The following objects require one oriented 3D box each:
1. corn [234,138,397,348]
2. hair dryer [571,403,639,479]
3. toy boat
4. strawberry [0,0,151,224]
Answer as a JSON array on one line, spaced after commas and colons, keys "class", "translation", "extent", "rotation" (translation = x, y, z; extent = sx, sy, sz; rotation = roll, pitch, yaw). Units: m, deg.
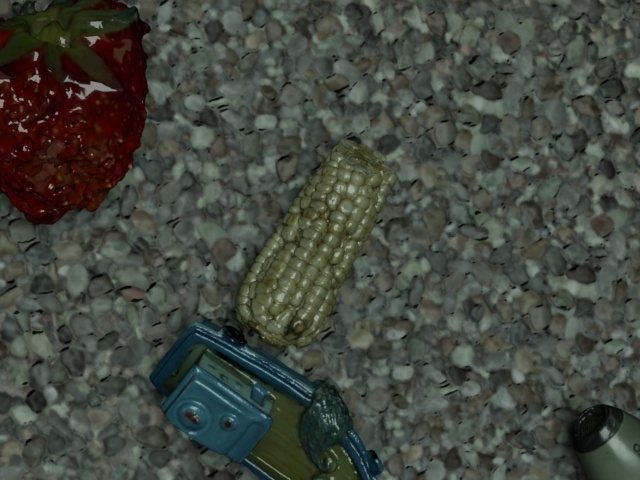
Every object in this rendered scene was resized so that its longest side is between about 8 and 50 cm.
[{"class": "corn", "translation": [0.000, 0.000, 1.339], "extent": [0.087, 0.087, 0.211], "rotation": [32, 83, -9]}, {"class": "hair dryer", "translation": [0.361, 0.222, 1.426], "extent": [0.225, 0.088, 0.219], "rotation": [-28, 101, -27]}, {"class": "toy boat", "translation": [-0.039, 0.171, 1.305], "extent": [0.238, 0.098, 0.109], "rotation": [36, 112, -9]}, {"class": "strawberry", "translation": [-0.233, -0.110, 1.259], "extent": [0.184, 0.187, 0.201], "rotation": [10, 122, 18]}]
